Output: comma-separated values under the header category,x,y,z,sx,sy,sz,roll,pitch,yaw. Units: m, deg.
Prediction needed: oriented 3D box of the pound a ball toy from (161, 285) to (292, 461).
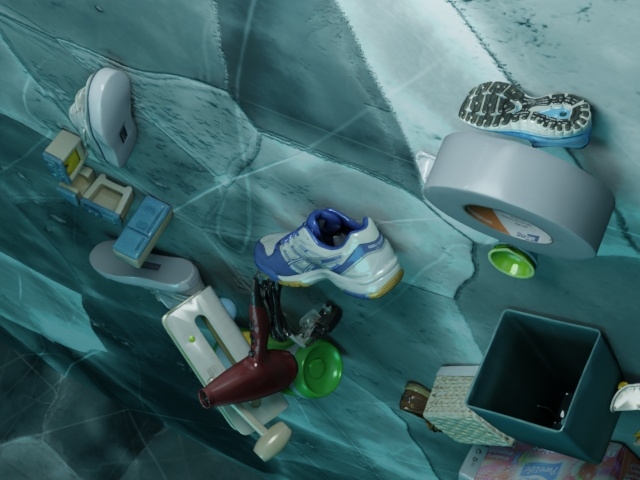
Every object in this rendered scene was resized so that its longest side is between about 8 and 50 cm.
category,x,y,z,sx,sy,sz,roll,pitch,yaw
pound a ball toy,-0.153,0.240,2.388,0.319,0.135,0.208,56,169,-3

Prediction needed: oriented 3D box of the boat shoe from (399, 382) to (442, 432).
category,x,y,z,sx,sy,sz,roll,pitch,yaw
boat shoe,0.228,0.343,2.467,0.178,0.060,0.064,33,158,-8

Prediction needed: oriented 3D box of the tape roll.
category,x,y,z,sx,sy,sz,roll,pitch,yaw
tape roll,0.235,-0.050,1.521,0.219,0.072,0.219,23,171,4

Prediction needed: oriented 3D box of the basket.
category,x,y,z,sx,sy,sz,roll,pitch,yaw
basket,0.273,0.290,2.237,0.113,0.103,0.167,38,156,-22

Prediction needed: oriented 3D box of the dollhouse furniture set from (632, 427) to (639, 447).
category,x,y,z,sx,sy,sz,roll,pitch,yaw
dollhouse furniture set,0.544,0.283,1.939,0.151,0.076,0.059,7,136,41

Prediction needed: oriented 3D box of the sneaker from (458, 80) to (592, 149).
category,x,y,z,sx,sy,sz,roll,pitch,yaw
sneaker,0.230,-0.129,1.442,0.162,0.063,0.073,16,158,32

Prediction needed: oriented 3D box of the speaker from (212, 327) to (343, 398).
category,x,y,z,sx,sy,sz,roll,pitch,yaw
speaker,-0.090,0.245,2.567,0.296,0.131,0.131,1,145,50

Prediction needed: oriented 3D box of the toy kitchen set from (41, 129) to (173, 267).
category,x,y,z,sx,sy,sz,roll,pitch,yaw
toy kitchen set,-0.386,-0.073,2.250,0.207,0.122,0.166,25,158,12

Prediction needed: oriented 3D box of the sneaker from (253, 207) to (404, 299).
category,x,y,z,sx,sy,sz,roll,pitch,yaw
sneaker,0.000,0.000,1.989,0.296,0.112,0.131,6,130,43

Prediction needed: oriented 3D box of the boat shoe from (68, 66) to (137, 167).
category,x,y,z,sx,sy,sz,roll,pitch,yaw
boat shoe,-0.343,-0.198,1.978,0.088,0.096,0.267,23,166,5

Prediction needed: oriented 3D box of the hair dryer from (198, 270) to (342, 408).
category,x,y,z,sx,sy,sz,roll,pitch,yaw
hair dryer,-0.112,0.178,2.257,0.223,0.294,0.080,42,169,-37

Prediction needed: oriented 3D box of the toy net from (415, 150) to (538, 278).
category,x,y,z,sx,sy,sz,roll,pitch,yaw
toy net,0.216,-0.036,1.683,0.232,0.045,0.122,37,157,-17

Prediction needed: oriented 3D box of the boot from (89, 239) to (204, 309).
category,x,y,z,sx,sy,sz,roll,pitch,yaw
boot,-0.341,0.082,2.562,0.258,0.095,0.123,16,147,29

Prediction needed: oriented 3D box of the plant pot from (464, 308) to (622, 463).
category,x,y,z,sx,sy,sz,roll,pitch,yaw
plant pot,0.362,0.243,1.959,0.165,0.166,0.234,12,158,37

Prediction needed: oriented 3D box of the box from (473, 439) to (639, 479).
category,x,y,z,sx,sy,sz,roll,pitch,yaw
box,0.442,0.446,2.312,0.300,0.142,0.154,0,143,51

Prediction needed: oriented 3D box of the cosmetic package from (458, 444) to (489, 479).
category,x,y,z,sx,sy,sz,roll,pitch,yaw
cosmetic package,0.397,0.502,2.571,0.231,0.086,0.117,24,158,18

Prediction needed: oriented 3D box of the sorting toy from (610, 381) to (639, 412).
category,x,y,z,sx,sy,sz,roll,pitch,yaw
sorting toy,0.488,0.242,1.949,0.083,0.045,0.075,-6,162,21
